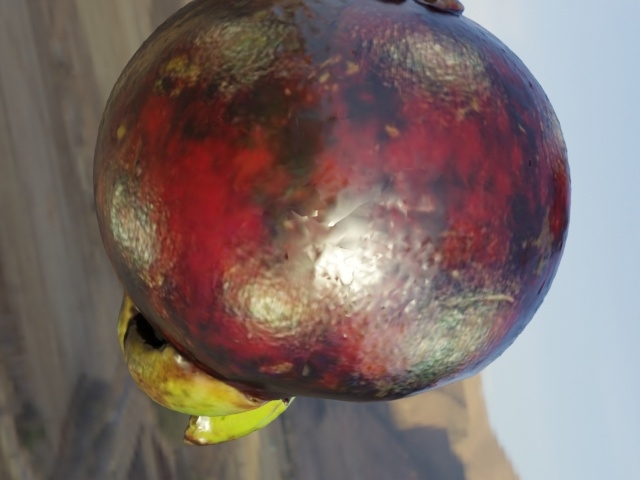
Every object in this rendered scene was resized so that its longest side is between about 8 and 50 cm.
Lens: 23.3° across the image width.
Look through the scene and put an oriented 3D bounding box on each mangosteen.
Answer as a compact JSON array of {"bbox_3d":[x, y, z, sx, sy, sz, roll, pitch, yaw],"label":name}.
[{"bbox_3d":[0.000,0.000,1.002,0.306,0.306,0.359,-97,-159,-77],"label":"mangosteen"}]
